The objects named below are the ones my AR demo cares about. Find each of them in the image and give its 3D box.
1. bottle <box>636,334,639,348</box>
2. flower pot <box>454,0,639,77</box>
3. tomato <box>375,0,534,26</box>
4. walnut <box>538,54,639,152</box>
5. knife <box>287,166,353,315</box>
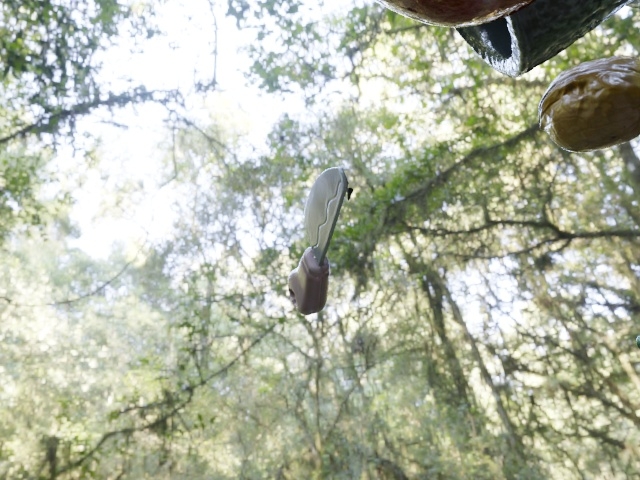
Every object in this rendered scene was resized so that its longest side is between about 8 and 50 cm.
[{"bbox_3d":[0.625,0.189,1.148,0.030,0.030,0.083,9,-10,-29],"label":"bottle"},{"bbox_3d":[0.254,-0.312,0.589,0.283,0.299,0.299,-34,-33,7],"label":"flower pot"},{"bbox_3d":[0.073,-0.214,0.394,0.187,0.187,0.151,3,-16,-18],"label":"tomato"},{"bbox_3d":[0.426,-0.210,0.966,0.144,0.144,0.180,20,-27,-41],"label":"walnut"},{"bbox_3d":[-0.001,-0.002,0.788,0.043,0.081,0.336,-16,-27,-19],"label":"knife"}]
